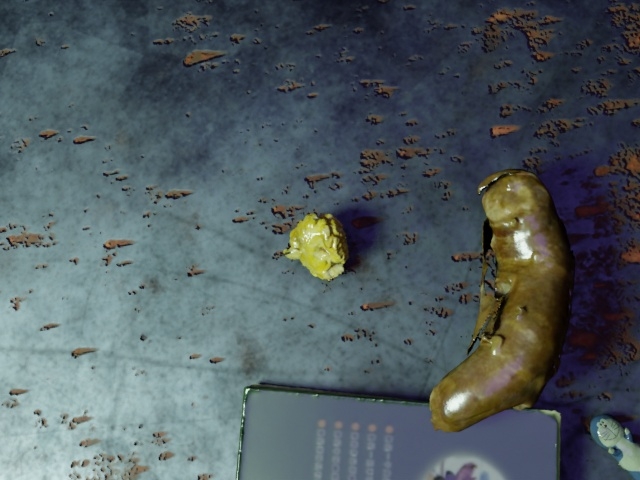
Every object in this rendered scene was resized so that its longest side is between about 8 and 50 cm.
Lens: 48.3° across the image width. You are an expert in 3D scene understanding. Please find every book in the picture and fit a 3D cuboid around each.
[{"bbox_3d":[0.081,0.309,0.819,0.371,0.043,0.260,4,80,9],"label":"book"}]

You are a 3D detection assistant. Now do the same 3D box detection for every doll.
[{"bbox_3d":[0.355,0.248,0.805,0.037,0.027,0.125,-41,76,-11],"label":"doll"}]

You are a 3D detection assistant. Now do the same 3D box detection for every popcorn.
[{"bbox_3d":[0.000,0.000,0.887,0.084,0.084,0.084,-1,77,6],"label":"popcorn"}]

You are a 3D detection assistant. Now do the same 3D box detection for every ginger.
[{"bbox_3d":[0.219,0.071,0.807,0.133,0.107,0.309,19,70,-16],"label":"ginger"}]
